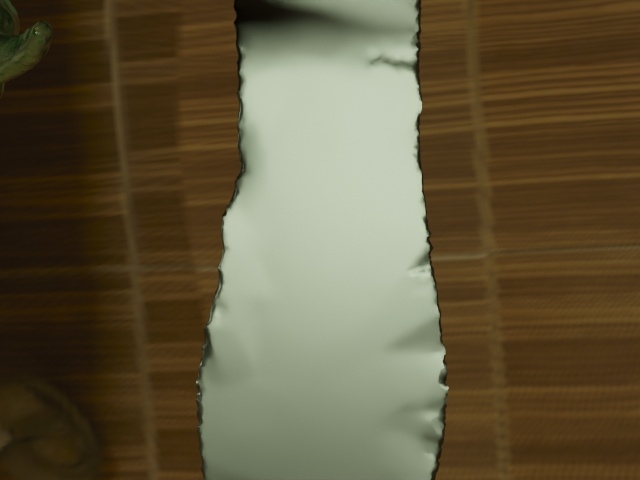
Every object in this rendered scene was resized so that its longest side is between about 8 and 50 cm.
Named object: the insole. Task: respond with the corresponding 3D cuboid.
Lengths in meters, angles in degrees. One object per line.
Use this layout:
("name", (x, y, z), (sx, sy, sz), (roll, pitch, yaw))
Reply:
("insole", (0.000, 0.000, 0.755), (0.109, 0.007, 0.322), (3, 97, 23))

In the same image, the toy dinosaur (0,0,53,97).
("toy dinosaur", (-0.152, -0.136, 0.768), (0.447, 0.087, 0.301), (-5, 58, 56))
